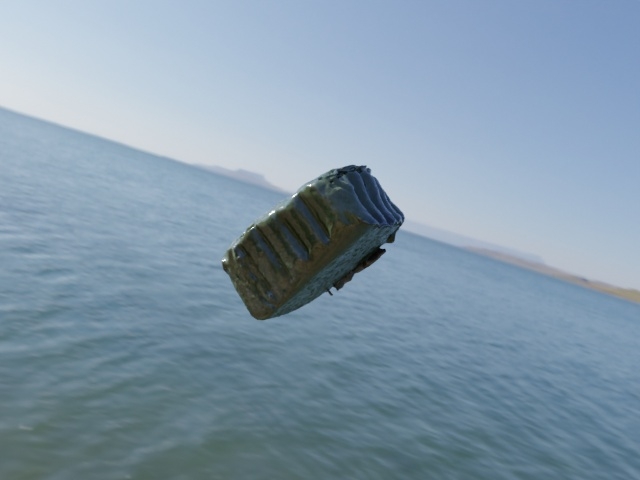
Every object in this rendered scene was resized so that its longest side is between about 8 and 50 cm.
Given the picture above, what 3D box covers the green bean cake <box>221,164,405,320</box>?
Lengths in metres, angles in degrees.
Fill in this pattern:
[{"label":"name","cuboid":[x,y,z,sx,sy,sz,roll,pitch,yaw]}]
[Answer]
[{"label":"green bean cake","cuboid":[0.000,0.000,0.919,0.125,0.227,0.222,58,18,12]}]
